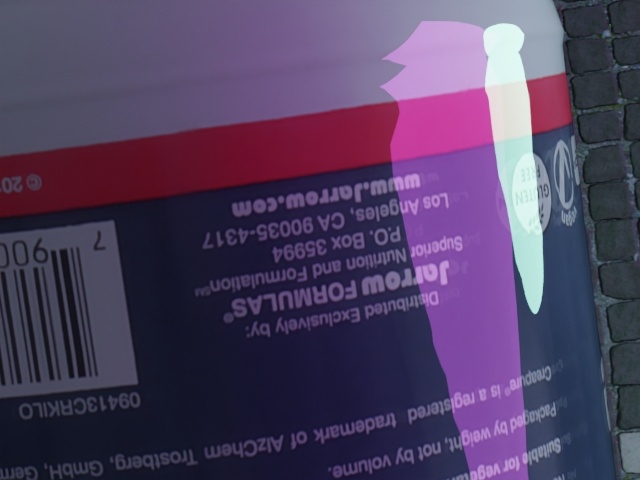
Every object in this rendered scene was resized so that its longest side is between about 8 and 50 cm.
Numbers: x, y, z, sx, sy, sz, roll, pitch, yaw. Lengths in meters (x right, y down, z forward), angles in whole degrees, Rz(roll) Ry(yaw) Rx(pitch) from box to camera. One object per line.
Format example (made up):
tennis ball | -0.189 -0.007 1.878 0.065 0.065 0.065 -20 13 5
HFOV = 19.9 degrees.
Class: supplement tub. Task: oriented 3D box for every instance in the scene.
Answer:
supplement tub | -0.022 0.074 0.444 0.191 0.191 0.272 -45 128 -81
